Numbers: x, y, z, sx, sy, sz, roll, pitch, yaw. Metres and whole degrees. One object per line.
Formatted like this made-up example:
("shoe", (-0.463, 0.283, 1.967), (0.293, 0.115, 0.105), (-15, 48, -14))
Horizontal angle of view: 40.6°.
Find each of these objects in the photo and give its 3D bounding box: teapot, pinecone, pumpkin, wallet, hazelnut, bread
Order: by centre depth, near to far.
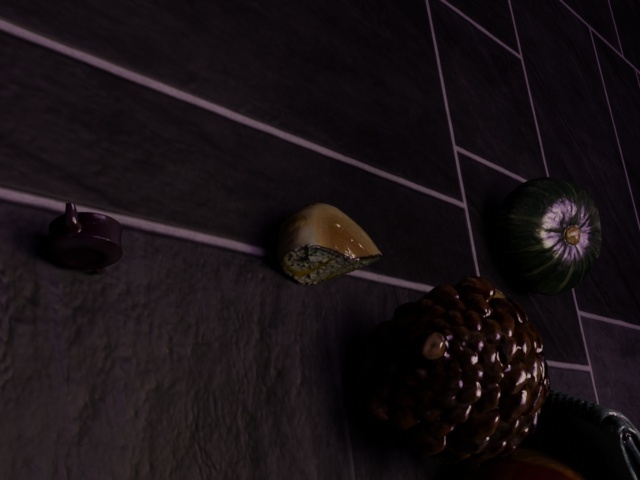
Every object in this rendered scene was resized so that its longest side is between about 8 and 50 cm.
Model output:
("teapot", (-0.211, -0.002, 0.782), (0.100, 0.068, 0.045), (81, 5, -64))
("bread", (0.000, 0.000, 1.052), (0.157, 0.083, 0.094), (-13, 81, -57))
("pinecone", (0.174, 0.170, 1.078), (0.272, 0.224, 0.224), (41, 43, -52))
("hazelnut", (0.281, 0.389, 1.145), (0.229, 0.229, 0.229), (29, 52, -44))
("wallet", (0.379, 0.307, 1.230), (0.075, 0.342, 0.237), (-33, 101, -13))
("pumpkin", (0.404, -0.009, 1.545), (0.211, 0.152, 0.211), (3, 83, -21))

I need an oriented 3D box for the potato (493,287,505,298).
("potato", (0.237, 0.122, 1.320), (0.170, 0.080, 0.107), (-2, 88, -55))
